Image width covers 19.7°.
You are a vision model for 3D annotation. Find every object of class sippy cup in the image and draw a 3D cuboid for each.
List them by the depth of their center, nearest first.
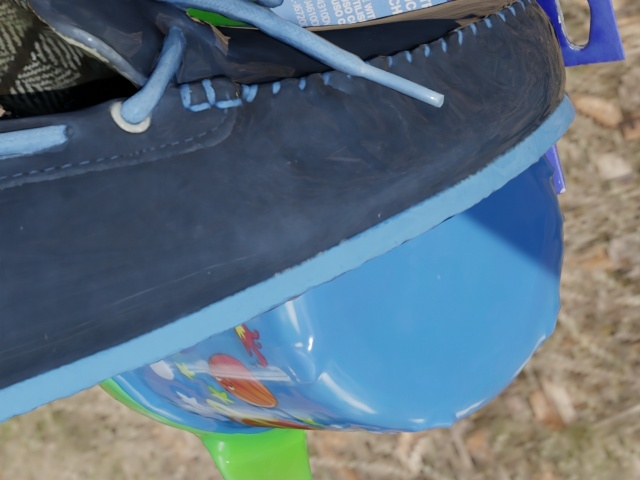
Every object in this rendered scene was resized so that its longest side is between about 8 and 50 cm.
[{"bbox_3d":[0.000,0.000,0.943,0.305,0.240,0.224,52,160,-22],"label":"sippy cup"}]

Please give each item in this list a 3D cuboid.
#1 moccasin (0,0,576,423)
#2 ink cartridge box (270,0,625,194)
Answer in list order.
[{"bbox_3d":[-0.064,-0.026,0.503,0.138,0.342,0.117,-13,99,53],"label":"moccasin"},{"bbox_3d":[0.021,-0.138,1.398,0.151,0.395,0.270,-102,-7,-55],"label":"ink cartridge box"}]
